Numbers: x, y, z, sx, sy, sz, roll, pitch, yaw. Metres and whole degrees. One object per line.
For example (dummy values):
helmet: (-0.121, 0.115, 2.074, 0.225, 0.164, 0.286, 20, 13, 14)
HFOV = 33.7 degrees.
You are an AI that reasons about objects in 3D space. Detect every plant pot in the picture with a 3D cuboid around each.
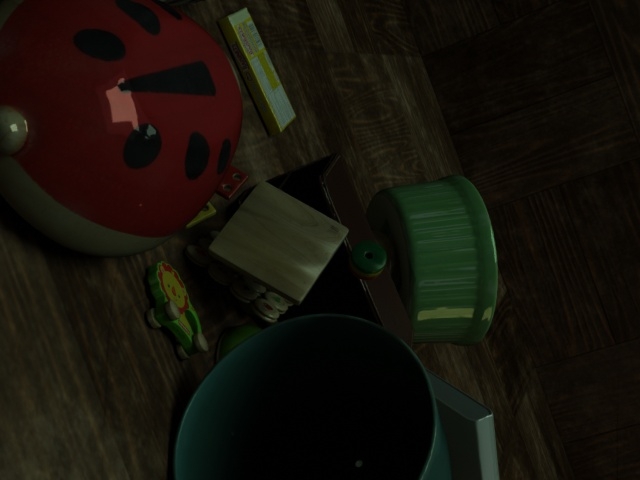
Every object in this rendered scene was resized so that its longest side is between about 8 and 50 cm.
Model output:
plant pot: (0.015, 0.268, 1.187, 0.235, 0.293, 0.293, 63, 19, -48)

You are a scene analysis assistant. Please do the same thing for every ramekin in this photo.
ramekin: (0.179, 0.040, 1.847, 0.303, 0.148, 0.303, 176, -90, -75)

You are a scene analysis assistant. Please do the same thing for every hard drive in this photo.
hard drive: (0.187, 0.345, 1.511, 0.203, 0.040, 0.307, 28, -49, 57)

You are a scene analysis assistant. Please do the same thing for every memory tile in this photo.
memory tile: (-0.100, 0.044, 1.362, 0.148, 0.012, 0.113, 38, 19, 6)

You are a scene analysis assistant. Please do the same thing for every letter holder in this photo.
letter holder: (0.007, 0.055, 1.496, 0.214, 0.152, 0.301, -69, 137, -75)

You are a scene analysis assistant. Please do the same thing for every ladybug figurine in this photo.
ladybug figurine: (-0.207, -0.142, 1.137, 0.305, 0.162, 0.449, 68, 19, -8)

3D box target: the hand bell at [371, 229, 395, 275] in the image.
hand bell: (0.000, 0.000, 1.700, 0.242, 0.126, 0.126, 29, 43, -44)

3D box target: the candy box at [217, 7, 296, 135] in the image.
candy box: (-0.103, -0.282, 1.760, 0.205, 0.027, 0.105, 65, 22, -13)

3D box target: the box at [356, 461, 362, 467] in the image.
box: (0.062, 0.286, 1.489, 0.126, 0.137, 0.072, 67, 18, -11)

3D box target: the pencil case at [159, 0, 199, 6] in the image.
pencil case: (-0.198, -0.412, 1.426, 0.183, 0.160, 0.410, 66, 20, -8)

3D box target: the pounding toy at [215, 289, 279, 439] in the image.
pounding toy: (-0.040, 0.165, 1.373, 0.183, 0.110, 0.236, 57, 24, -35)

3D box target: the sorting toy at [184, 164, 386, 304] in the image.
sorting toy: (-0.062, 0.005, 1.338, 0.132, 0.275, 0.046, -55, 171, -34)

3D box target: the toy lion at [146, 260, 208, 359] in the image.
toy lion: (-0.170, 0.076, 1.235, 0.100, 0.034, 0.096, 56, 16, -37)
